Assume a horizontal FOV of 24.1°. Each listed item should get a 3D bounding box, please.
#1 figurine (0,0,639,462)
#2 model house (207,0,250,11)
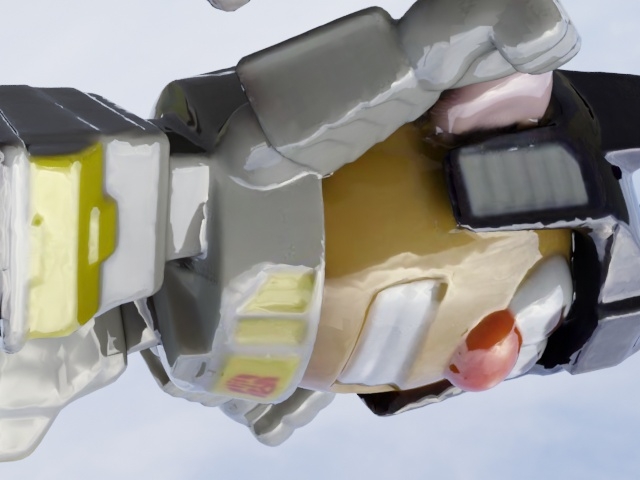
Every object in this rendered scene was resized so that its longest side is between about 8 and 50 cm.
[{"bbox_3d":[0.000,-0.004,0.561,0.308,0.143,0.308,-12,171,-2],"label":"figurine"},{"bbox_3d":[-0.054,-0.105,0.320,0.229,0.122,0.188,-13,-157,-21],"label":"model house"}]
